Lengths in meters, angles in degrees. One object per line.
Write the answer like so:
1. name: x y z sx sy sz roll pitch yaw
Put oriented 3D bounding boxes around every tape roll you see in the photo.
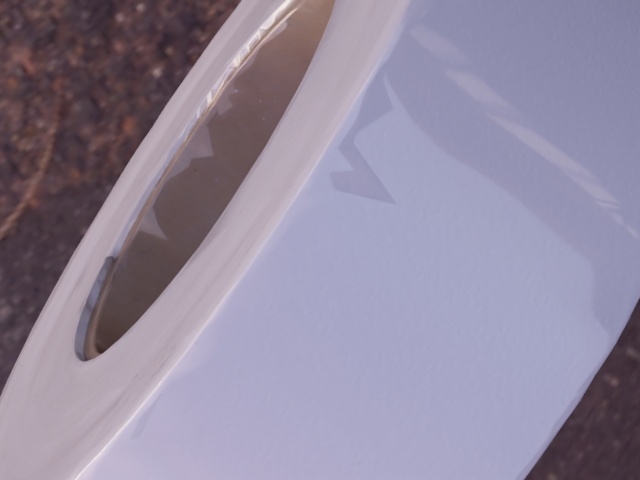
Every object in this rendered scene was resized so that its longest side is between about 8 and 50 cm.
1. tape roll: 0.000 0.000 0.605 0.100 0.286 0.286 33 129 -14
